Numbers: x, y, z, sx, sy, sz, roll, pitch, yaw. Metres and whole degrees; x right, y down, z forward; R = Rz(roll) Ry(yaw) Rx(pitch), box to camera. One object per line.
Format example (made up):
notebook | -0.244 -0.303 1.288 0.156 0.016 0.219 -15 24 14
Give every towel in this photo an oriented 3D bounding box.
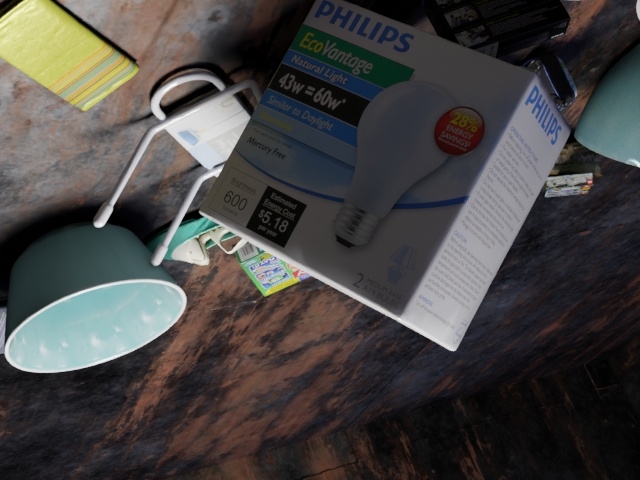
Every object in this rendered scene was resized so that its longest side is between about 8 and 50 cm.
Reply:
towel | -0.334 -0.243 1.411 0.102 0.021 0.237 -34 154 11

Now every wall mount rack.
wall mount rack | -0.187 -0.107 1.695 0.304 0.130 0.350 -26 156 7

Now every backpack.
backpack | 0.387 -0.262 1.934 0.084 0.105 0.114 -19 170 -39

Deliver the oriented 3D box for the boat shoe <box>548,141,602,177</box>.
boat shoe | 0.461 -0.170 2.246 0.285 0.089 0.105 1 173 -39

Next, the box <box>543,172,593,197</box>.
box | 0.506 -0.112 2.250 0.094 0.027 0.137 -6 174 10

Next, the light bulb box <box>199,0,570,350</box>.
light bulb box | 0.094 -0.097 1.528 0.361 0.358 0.225 -62 152 -3

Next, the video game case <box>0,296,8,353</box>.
video game case | -0.566 0.157 2.041 0.274 0.026 0.196 -9 153 -33

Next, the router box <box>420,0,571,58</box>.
router box | 0.256 -0.337 1.612 0.179 0.133 0.046 -19 156 -9

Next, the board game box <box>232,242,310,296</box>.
board game box | 0.000 0.000 2.208 0.317 0.046 0.213 -24 156 2

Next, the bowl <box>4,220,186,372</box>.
bowl | -0.398 0.080 1.857 0.312 0.163 0.311 -19 157 -9

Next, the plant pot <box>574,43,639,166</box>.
plant pot | 0.633 -0.256 2.020 0.290 0.290 0.195 -7 116 -34

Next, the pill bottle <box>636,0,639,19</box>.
pill bottle | 0.620 -0.403 1.870 0.160 0.087 0.087 -11 154 -26

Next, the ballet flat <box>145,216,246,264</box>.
ballet flat | -0.196 -0.007 1.955 0.247 0.087 0.083 -26 157 6
